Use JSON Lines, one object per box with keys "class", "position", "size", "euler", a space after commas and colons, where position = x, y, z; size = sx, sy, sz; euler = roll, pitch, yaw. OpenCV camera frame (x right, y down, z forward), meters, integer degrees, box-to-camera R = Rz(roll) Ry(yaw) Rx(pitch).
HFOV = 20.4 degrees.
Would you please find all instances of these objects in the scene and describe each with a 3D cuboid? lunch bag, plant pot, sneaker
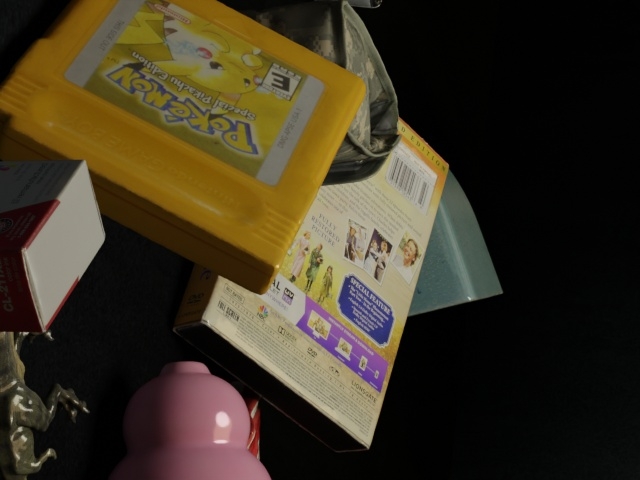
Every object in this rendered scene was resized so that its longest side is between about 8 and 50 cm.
{"class": "lunch bag", "position": [-0.051, -0.142, 1.918], "size": [0.287, 0.235, 0.169], "euler": [33, 56, -73]}
{"class": "plant pot", "position": [0.091, -0.013, 2.488], "size": [0.247, 0.248, 0.252], "euler": [-1, 77, -75]}
{"class": "sneaker", "position": [-0.105, 0.263, 2.073], "size": [0.221, 0.087, 0.128], "euler": [-59, 146, -59]}

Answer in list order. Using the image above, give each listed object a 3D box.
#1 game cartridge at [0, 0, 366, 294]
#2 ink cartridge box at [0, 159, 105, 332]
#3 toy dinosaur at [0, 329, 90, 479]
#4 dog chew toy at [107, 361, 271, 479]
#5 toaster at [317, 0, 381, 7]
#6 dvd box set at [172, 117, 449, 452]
{"class": "game cartridge", "position": [-0.123, -0.117, 1.599], "size": [0.052, 0.285, 0.323], "euler": [-61, -177, 35]}
{"class": "ink cartridge box", "position": [-0.262, 0.003, 1.277], "size": [0.127, 0.175, 0.072], "euler": [-66, 152, -54]}
{"class": "toy dinosaur", "position": [-0.260, 0.129, 1.530], "size": [0.118, 0.064, 0.268], "euler": [-41, 128, -61]}
{"class": "dog chew toy", "position": [-0.133, 0.288, 1.787], "size": [0.206, 0.207, 0.332], "euler": [37, 48, -72]}
{"class": "toaster", "position": [0.041, -0.436, 2.459], "size": [0.168, 0.110, 0.185], "euler": [-72, 159, -46]}
{"class": "dvd box set", "position": [0.000, 0.000, 2.150], "size": [0.307, 0.062, 0.420], "euler": [40, 54, -36]}
